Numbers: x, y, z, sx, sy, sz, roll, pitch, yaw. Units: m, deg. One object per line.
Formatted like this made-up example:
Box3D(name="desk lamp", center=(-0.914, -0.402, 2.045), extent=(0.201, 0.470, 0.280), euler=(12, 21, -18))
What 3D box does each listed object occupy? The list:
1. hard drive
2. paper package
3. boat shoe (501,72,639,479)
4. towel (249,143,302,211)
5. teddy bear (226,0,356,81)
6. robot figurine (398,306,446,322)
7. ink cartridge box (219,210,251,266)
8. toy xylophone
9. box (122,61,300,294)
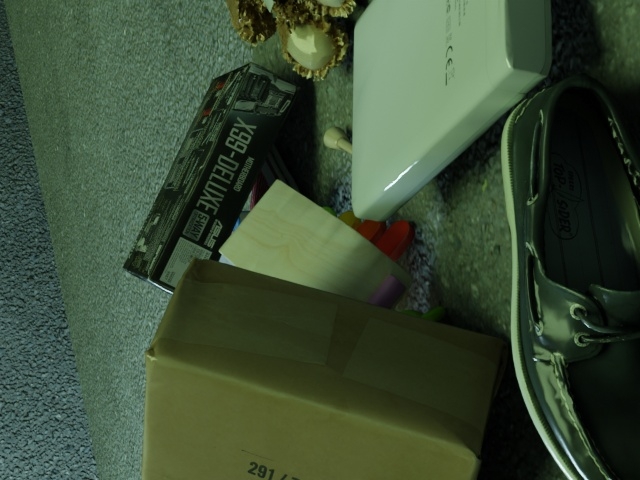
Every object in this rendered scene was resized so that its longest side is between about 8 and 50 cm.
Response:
Box3D(name="hard drive", center=(0.110, -0.184, 1.156), extent=(0.353, 0.047, 0.233), euler=(136, 138, -64))
Box3D(name="paper package", center=(-0.006, 0.212, 1.242), extent=(0.168, 0.324, 0.309), euler=(-65, -13, -52))
Box3D(name="boat shoe", center=(0.215, 0.033, 0.929), extent=(0.113, 0.127, 0.340), euler=(114, 153, -73))
Box3D(name="towel", center=(-0.061, 0.054, 1.752), extent=(0.237, 0.037, 0.329), euler=(-120, 32, -48))
Box3D(name="teddy bear", center=(-0.044, -0.342, 1.508), extent=(0.338, 0.113, 0.245), euler=(39, 138, 50))
Box3D(name="robot figurine", center=(0.102, 0.117, 1.316), extent=(0.115, 0.067, 0.101), euler=(46, 126, 56))
Box3D(name="ink cartridge box", center=(-0.105, 0.038, 1.702), extent=(0.231, 0.078, 0.134), euler=(163, 103, -69))
Box3D(name="toy xylophone", center=(0.000, 0.000, 1.430), extent=(0.236, 0.081, 0.323), euler=(-47, 29, 5))
Box3D(name="box", center=(-0.153, -0.075, 1.656), extent=(0.307, 0.076, 0.242), euler=(-66, 16, -6))
